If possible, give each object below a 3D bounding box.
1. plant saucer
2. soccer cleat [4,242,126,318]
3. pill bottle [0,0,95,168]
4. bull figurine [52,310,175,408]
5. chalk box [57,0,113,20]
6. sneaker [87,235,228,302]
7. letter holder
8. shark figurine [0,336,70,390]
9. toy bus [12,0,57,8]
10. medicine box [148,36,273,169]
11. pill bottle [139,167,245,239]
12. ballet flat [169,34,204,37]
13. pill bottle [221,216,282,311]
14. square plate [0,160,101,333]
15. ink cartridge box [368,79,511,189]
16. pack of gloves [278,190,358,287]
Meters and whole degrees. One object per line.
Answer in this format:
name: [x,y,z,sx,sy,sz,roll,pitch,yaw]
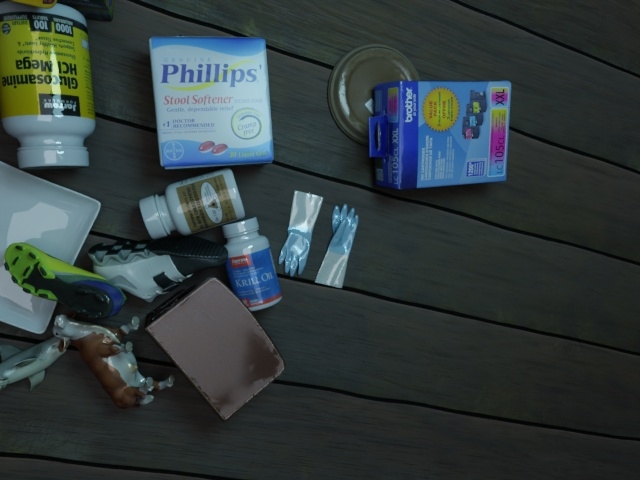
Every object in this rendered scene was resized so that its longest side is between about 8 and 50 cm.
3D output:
plant saucer: [0.156,-0.394,1.411,0.277,0.041,0.278,-2,96,-15]
soccer cleat: [-0.578,0.093,1.185,0.289,0.121,0.094,27,96,5]
pill bottle: [-0.598,-0.327,1.141,0.187,0.188,0.334,-5,96,-14]
bull figurine: [-0.491,0.276,1.237,0.188,0.101,0.311,-13,119,24]
chalk box: [-0.528,-0.580,1.124,0.132,0.213,0.132,1,93,-16]
sneaker: [-0.380,0.074,1.266,0.330,0.122,0.146,-2,109,5]
letter holder: [-0.255,0.249,1.302,0.214,0.152,0.302,-39,103,-11]
shark figurine: [-0.731,0.277,1.190,0.116,0.278,0.166,44,117,23]
toy bus: [-0.590,-0.540,0.996,0.108,0.332,0.130,-8,125,-50]
medicine box: [-0.260,-0.321,1.251,0.263,0.149,0.290,-6,97,-14]
pill bottle: [-0.309,-0.085,1.265,0.229,0.131,0.131,-18,99,-8]
ballet flat: [-0.324,-0.484,1.277,0.114,0.041,0.041,-3,96,-14]
pill bottle: [-0.180,0.058,1.318,0.124,0.124,0.222,-16,98,-13]
square plate: [-0.741,-0.002,1.204,0.347,0.049,0.344,24,88,-16]
ink cartridge box: [0.290,-0.278,1.369,0.395,0.151,0.270,-6,103,-18]
pack of gloves: [0.000,0.000,1.401,0.194,0.046,0.232,13,91,-16]
